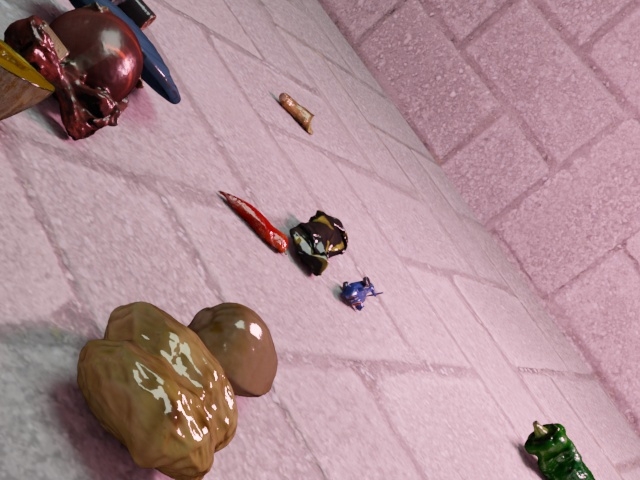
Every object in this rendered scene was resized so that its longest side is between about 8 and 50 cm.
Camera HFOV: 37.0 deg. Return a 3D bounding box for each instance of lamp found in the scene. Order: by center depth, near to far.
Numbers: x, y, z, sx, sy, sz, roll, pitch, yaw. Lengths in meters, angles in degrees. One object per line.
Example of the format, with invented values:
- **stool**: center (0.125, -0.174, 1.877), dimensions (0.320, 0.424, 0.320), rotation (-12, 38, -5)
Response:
- **lamp**: center (-0.342, -0.266, 1.387), dimensions (0.215, 0.151, 0.223), rotation (50, 9, -31)

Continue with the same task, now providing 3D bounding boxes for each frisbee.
- **frisbee**: center (-0.329, -0.348, 1.615), dimensions (0.289, 0.049, 0.289), rotation (44, -6, 5)

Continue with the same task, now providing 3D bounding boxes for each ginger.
- **ginger**: center (-0.056, -0.331, 2.467), dimensions (0.137, 0.044, 0.057), rotation (43, 36, -17)

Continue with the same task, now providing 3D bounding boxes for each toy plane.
- **toy plane**: center (0.081, 0.104, 1.881), dimensions (0.167, 0.054, 0.062), rotation (-9, 85, -70)

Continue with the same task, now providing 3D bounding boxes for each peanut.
- **peanut**: center (-0.167, 0.161, 1.008), dimensions (0.196, 0.110, 0.233), rotation (53, 17, -8)

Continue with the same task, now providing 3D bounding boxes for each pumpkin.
- **pumpkin**: center (-0.437, -0.215, 1.163), dimensions (0.217, 0.110, 0.217), rotation (37, 11, -8)

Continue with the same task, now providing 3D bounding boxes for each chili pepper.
- **chili pepper**: center (-0.113, -0.035, 1.708), dimensions (0.178, 0.027, 0.045), rotation (43, 19, -16)
- **chili pepper**: center (0.539, 0.498, 2.100), dimensions (0.270, 0.099, 0.136), rotation (51, 25, -10)

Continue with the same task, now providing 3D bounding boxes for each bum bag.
- **bum bag**: center (0.000, 0.000, 1.862), dimensions (0.106, 0.060, 0.232), rotation (58, 19, -4)

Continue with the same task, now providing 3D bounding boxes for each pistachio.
- **pistachio**: center (-0.108, 0.142, 1.203), dimensions (0.126, 0.108, 0.185), rotation (54, 4, 24)

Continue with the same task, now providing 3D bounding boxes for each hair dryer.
- **hair dryer**: center (-0.422, -0.482, 1.863), dimensions (0.173, 0.050, 0.195), rotation (46, 20, -2)
